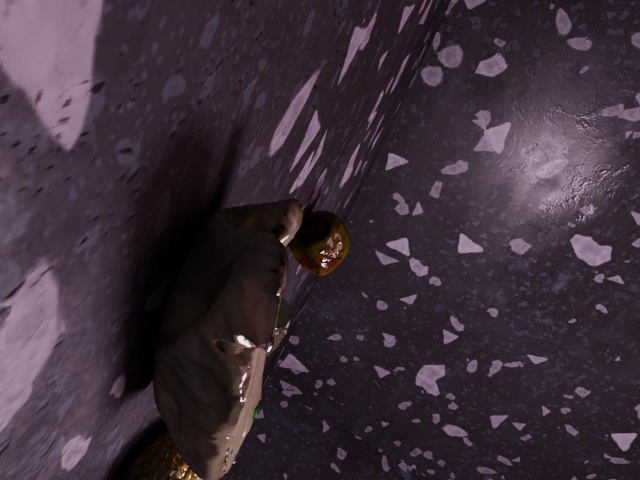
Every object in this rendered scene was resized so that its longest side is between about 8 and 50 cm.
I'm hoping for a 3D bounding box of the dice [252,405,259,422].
[{"bbox_3d":[-0.248,0.495,1.358,0.129,0.120,0.131,-62,177,-8],"label":"dice"}]

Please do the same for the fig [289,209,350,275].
[{"bbox_3d":[0.000,0.000,1.190,0.166,0.143,0.154,-72,152,-72],"label":"fig"}]

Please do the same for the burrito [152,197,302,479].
[{"bbox_3d":[-0.114,0.107,0.555,0.190,0.135,0.332,-70,180,-49],"label":"burrito"}]

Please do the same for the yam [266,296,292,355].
[{"bbox_3d":[-0.127,0.198,1.129,0.107,0.107,0.183,-57,176,-43],"label":"yam"}]

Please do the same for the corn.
[{"bbox_3d":[-0.244,0.373,0.836,0.115,0.115,0.318,-62,176,-2],"label":"corn"}]
